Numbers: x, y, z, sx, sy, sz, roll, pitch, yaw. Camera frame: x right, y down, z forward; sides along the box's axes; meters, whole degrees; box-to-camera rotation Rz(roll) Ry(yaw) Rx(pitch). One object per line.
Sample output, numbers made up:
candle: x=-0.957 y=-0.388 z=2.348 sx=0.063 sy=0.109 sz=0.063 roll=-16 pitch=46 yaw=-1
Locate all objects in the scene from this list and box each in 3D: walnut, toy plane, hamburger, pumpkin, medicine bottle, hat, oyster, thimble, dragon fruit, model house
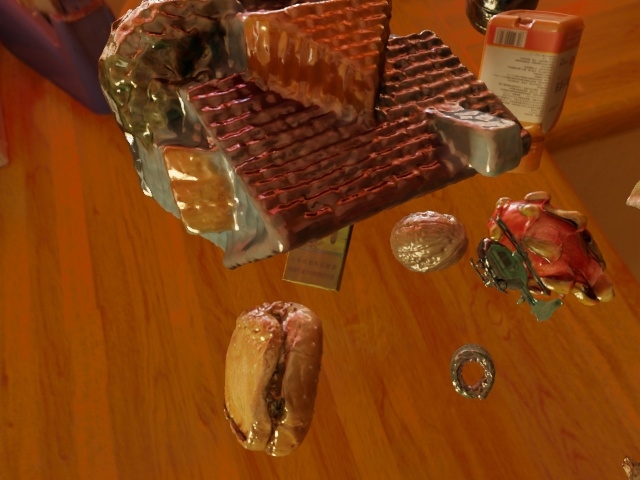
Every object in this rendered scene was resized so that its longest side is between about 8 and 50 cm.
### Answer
walnut: x=0.285 y=0.003 z=1.497 sx=0.178 sy=0.230 sz=0.178 roll=4 pitch=83 yaw=-36
toy plane: x=0.360 y=0.065 z=1.071 sx=0.096 sy=0.060 sz=0.235 roll=-39 pitch=103 yaw=-5
hamburger: x=-0.080 y=0.234 z=0.952 sx=0.146 sy=0.286 sz=0.243 roll=11 pitch=36 yaw=-16
pumpkin: x=0.330 y=-0.473 z=1.043 sx=0.140 sy=0.202 sz=0.202 roll=8 pitch=60 yaw=3
medicine bottle: x=0.303 y=-0.223 z=0.862 sx=0.112 sy=0.222 sz=0.149 roll=20 pitch=32 yaw=29
hat: x=0.831 y=-0.089 z=1.392 sx=0.166 sy=0.081 sz=0.122 roll=14 pitch=62 yaw=49
oyster: x=0.778 y=0.590 z=1.396 sx=0.086 sy=0.029 sz=0.132 roll=2 pitch=82 yaw=-20
thimble: x=0.407 y=0.350 z=1.538 sx=0.118 sy=0.090 sz=0.135 roll=7 pitch=96 yaw=15
dragon fruit: x=0.528 y=0.027 z=1.359 sx=0.243 sy=0.307 sz=0.227 roll=-19 pitch=15 yaw=36
model house: x=0.001 y=-0.120 z=0.608 sx=0.360 sy=0.298 sz=0.339 roll=-22 pitch=34 yaw=-26

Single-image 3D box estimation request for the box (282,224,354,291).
box: x=0.000 y=0.000 z=1.187 sx=0.121 sy=0.030 sz=0.193 roll=10 pitch=81 yaw=19
